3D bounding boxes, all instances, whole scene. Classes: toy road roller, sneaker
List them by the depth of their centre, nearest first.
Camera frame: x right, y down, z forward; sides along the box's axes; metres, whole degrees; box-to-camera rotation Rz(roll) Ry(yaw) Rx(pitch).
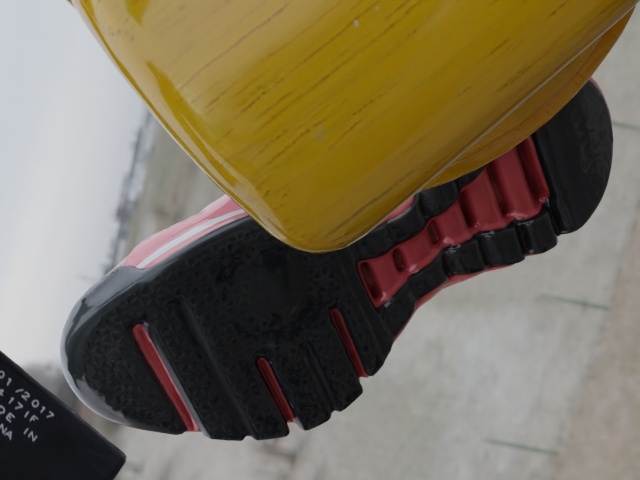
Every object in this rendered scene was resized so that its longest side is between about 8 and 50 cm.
[{"bbox_3d":[-0.031,-0.146,0.508,0.202,0.329,0.240,-41,30,12],"label":"toy road roller"},{"bbox_3d":[0.001,0.000,0.874,0.136,0.314,0.116,23,136,58],"label":"sneaker"}]

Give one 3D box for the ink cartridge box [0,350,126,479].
[{"bbox_3d":[-0.224,0.089,0.704,0.333,0.165,0.065,-26,26,52],"label":"ink cartridge box"}]
